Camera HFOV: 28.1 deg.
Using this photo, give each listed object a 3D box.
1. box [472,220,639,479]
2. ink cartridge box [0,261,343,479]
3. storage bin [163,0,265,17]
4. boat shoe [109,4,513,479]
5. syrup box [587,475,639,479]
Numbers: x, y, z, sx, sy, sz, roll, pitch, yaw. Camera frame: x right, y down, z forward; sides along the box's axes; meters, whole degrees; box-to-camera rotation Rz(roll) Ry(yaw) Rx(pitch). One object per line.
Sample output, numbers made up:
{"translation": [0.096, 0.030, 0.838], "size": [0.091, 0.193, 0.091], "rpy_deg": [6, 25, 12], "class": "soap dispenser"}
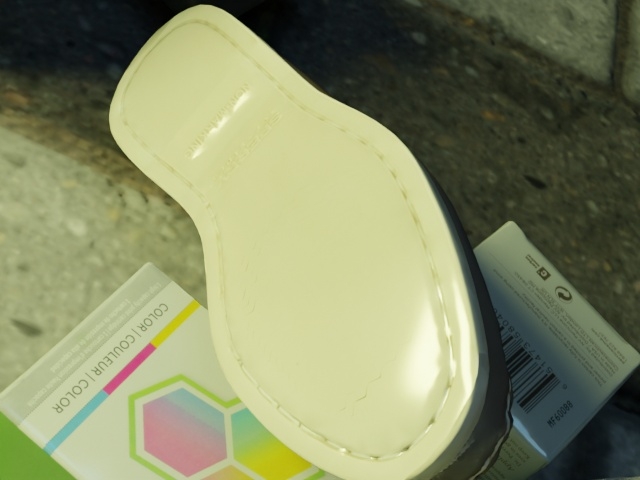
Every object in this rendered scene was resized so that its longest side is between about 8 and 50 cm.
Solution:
{"translation": [0.084, 0.067, 0.646], "size": [0.101, 0.087, 0.102], "rpy_deg": [48, 48, 10], "class": "box"}
{"translation": [-0.038, 0.118, 0.559], "size": [0.209, 0.062, 0.109], "rpy_deg": [41, 46, 4], "class": "ink cartridge box"}
{"translation": [-0.071, -0.189, 0.763], "size": [0.091, 0.098, 0.135], "rpy_deg": [-37, 77, -13], "class": "storage bin"}
{"translation": [0.000, 0.000, 0.576], "size": [0.097, 0.116, 0.324], "rpy_deg": [37, 9, -40], "class": "boat shoe"}
{"translation": [0.070, 0.199, 0.510], "size": [0.237, 0.093, 0.096], "rpy_deg": [-34, 97, -37], "class": "syrup box"}
